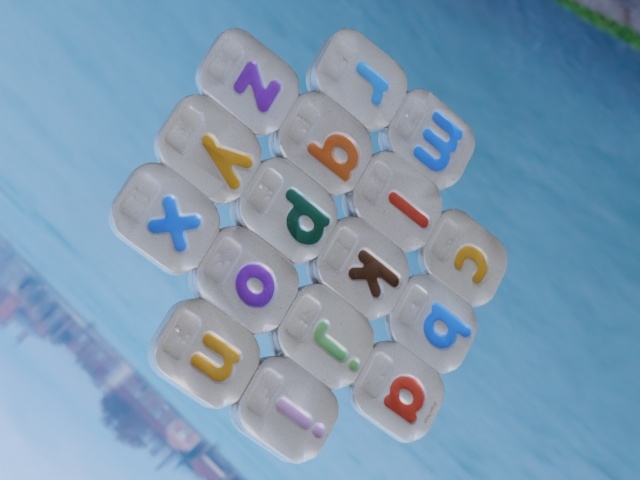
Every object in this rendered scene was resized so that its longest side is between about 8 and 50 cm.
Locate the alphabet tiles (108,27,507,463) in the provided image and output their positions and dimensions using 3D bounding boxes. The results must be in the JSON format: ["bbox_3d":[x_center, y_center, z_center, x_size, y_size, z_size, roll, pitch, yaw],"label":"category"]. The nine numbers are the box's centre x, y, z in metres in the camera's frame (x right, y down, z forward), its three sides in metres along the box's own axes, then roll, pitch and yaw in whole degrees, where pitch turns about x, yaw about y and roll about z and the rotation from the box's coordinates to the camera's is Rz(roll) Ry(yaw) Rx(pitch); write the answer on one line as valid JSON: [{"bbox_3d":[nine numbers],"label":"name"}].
[{"bbox_3d":[0.000,0.000,0.910,0.278,0.284,0.021,37,157,-21],"label":"alphabet tiles"}]
